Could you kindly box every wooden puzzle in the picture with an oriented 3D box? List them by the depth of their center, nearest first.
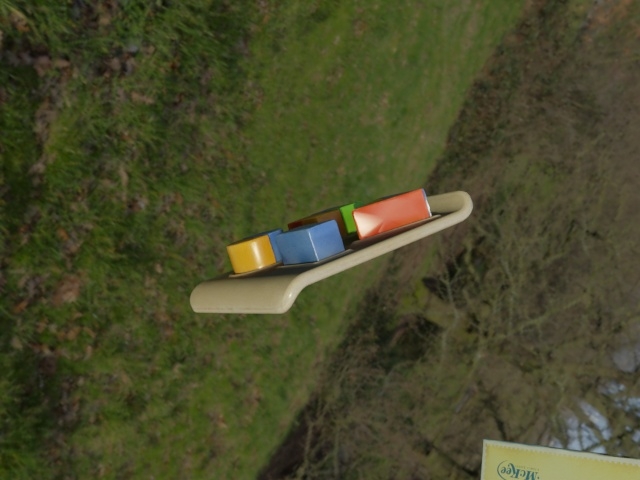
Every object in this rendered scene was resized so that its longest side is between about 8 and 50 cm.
[{"bbox_3d":[0.000,0.000,1.088,0.348,0.322,0.080,-26,100,-31],"label":"wooden puzzle"}]

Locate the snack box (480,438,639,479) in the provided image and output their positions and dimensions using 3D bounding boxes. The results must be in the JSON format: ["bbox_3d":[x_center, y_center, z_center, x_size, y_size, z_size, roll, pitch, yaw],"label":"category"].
[{"bbox_3d":[0.259,0.275,0.608,0.060,0.322,0.187,16,74,-30],"label":"snack box"}]
